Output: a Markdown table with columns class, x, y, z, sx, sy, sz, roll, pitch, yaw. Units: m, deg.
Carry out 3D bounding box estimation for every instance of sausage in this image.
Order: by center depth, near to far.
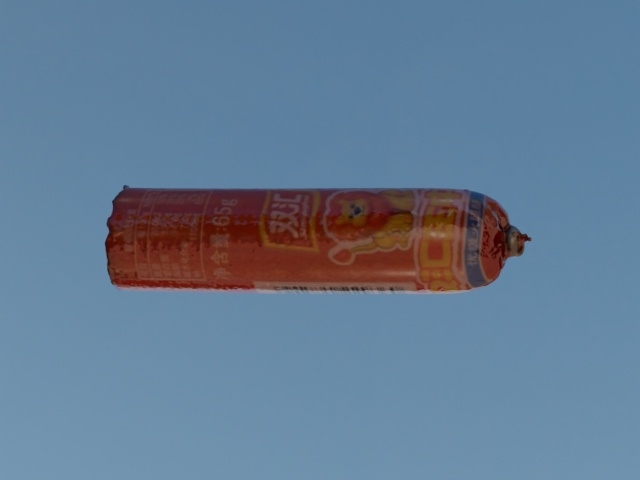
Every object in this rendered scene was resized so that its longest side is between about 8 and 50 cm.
| class | x | y | z | sx | sy | sz | roll | pitch | yaw |
| --- | --- | --- | --- | --- | --- | --- | --- | --- | --- |
| sausage | 0.000 | 0.000 | 0.455 | 0.034 | 0.129 | 0.034 | 1 | -90 | -77 |
